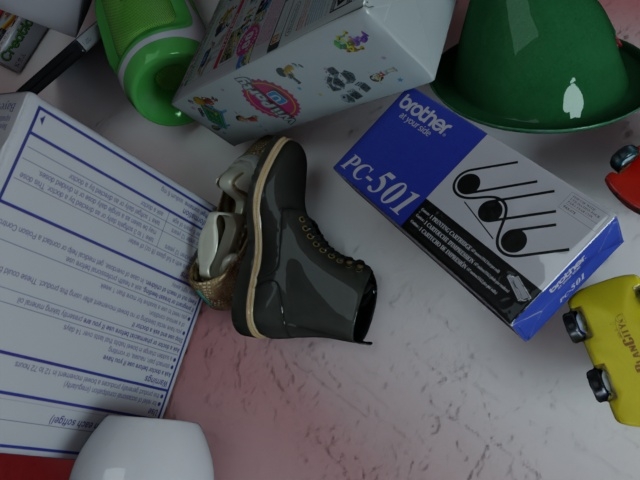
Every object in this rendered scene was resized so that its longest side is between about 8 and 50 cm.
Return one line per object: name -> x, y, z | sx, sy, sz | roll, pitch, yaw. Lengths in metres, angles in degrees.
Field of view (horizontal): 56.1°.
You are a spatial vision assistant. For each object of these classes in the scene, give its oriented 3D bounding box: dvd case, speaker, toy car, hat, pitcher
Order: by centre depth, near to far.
hat -> 0.162, -0.210, 0.450 | 0.172, 0.184, 0.208 | -23, 43, -14
toy car -> 0.181, 0.001, 0.460 | 0.224, 0.053, 0.239 | 11, 75, 36
pitcher -> -0.181, 0.254, 0.501 | 0.125, 0.177, 0.207 | -21, 58, 51
speaker -> -0.225, -0.289, 0.803 | 0.131, 0.131, 0.297 | -36, 55, 14
dvd case -> -0.379, -0.265, 0.886 | 0.180, 0.022, 0.253 | -33, 28, 16

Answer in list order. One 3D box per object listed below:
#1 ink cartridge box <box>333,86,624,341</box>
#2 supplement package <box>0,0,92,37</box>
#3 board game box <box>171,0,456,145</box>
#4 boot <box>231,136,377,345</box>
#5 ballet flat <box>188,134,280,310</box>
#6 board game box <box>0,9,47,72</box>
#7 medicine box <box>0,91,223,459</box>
ink cartridge box -> 0.107, -0.030, 0.456 | 0.097, 0.046, 0.207 | -47, 50, 3
supplement package -> -0.404, -0.461, 0.931 | 0.139, 0.133, 0.244 | -50, 29, 47
board game box -> -0.005, -0.236, 0.594 | 0.303, 0.097, 0.224 | -4, 62, 50
boot -> 0.000, 0.000, 0.572 | 0.136, 0.076, 0.198 | 3, 84, 29
ballet flat -> -0.086, -0.030, 0.634 | 0.073, 0.067, 0.206 | 3, 71, 30
board game box -> -0.549, -0.475, 1.138 | 0.192, 0.053, 0.306 | 27, 85, 38
medicine box -> -0.262, 0.049, 0.587 | 0.149, 0.263, 0.290 | 7, 73, 35
